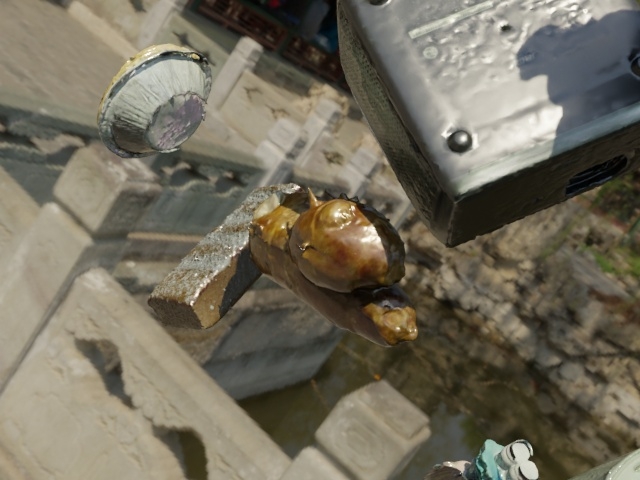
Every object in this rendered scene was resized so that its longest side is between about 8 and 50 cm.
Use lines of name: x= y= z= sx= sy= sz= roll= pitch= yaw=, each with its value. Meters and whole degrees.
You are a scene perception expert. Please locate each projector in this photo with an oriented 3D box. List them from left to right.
projector: x=0.267 y=-0.258 z=1.199 sx=0.242 sy=0.395 sz=0.405 roll=77 pitch=-10 yaw=-68

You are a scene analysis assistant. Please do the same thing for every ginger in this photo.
ginger: x=0.000 y=0.000 z=1.320 sx=0.418 sy=0.176 sz=0.254 roll=35 pitch=-30 yaw=51

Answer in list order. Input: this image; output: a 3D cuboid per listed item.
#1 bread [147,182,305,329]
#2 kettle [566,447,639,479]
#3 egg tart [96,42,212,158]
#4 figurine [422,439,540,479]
bread: x=-0.184 y=0.026 z=1.691 sx=0.165 sy=0.416 sz=0.113 roll=-5 pitch=-57 yaw=43
kettle: x=0.256 y=0.302 z=0.729 sx=0.165 sy=0.240 sz=0.255 roll=59 pitch=-19 yaw=16
egg tart: x=-0.276 y=-0.229 z=1.380 sx=0.094 sy=0.234 sz=0.234 roll=45 pitch=16 yaw=22
figurine: x=0.289 y=0.454 z=1.451 sx=0.110 sy=0.245 sz=0.138 roll=2 pitch=58 yaw=-42
